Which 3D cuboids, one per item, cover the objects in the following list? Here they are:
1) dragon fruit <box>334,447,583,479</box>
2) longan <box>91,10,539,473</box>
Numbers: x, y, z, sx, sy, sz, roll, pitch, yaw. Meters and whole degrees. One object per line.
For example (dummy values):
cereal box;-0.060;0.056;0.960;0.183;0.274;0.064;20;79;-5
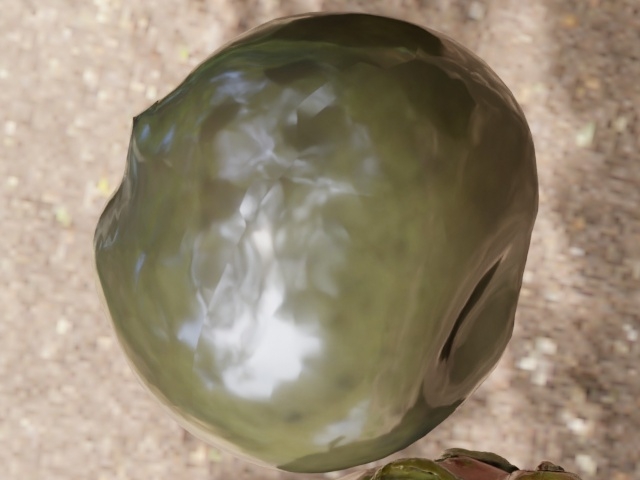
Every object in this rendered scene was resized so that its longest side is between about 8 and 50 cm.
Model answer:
dragon fruit;0.105;0.272;1.418;0.291;0.269;0.250;-9;64;9
longan;0.000;0.000;1.261;0.350;0.288;0.288;111;148;-43
